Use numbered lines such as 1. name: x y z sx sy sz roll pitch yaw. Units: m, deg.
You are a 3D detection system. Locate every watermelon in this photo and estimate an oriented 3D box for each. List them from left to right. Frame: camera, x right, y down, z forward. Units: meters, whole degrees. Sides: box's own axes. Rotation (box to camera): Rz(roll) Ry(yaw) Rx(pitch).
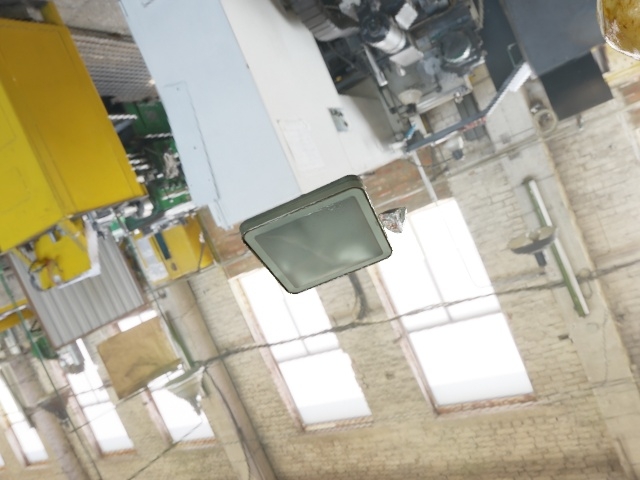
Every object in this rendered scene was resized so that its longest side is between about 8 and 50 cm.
1. watermelon: 0.199 -0.065 1.396 0.085 0.085 0.061 -24 164 -6

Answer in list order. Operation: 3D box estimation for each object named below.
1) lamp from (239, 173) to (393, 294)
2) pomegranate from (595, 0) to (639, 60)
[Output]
1. lamp: 0.000 0.000 1.119 0.266 0.047 0.269 -23 140 8
2. pomegranate: 0.494 -0.351 0.717 0.215 0.215 0.215 -24 -176 2
